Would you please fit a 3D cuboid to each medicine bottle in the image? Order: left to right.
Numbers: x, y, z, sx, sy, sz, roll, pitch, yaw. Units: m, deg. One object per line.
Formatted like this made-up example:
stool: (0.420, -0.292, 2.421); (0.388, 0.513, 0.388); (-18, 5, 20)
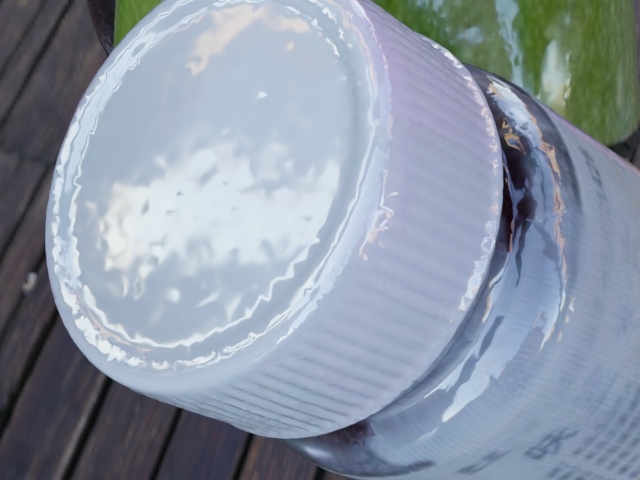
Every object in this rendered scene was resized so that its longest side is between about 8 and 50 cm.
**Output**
medicine bottle: (0.043, 0.015, 0.599); (0.165, 0.273, 0.165); (-14, 66, 34)

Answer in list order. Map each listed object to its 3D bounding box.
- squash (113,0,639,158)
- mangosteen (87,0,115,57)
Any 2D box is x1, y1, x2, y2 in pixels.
squash: (0.030, -0.208, 0.842); (0.310, 0.308, 0.310); (0, 18, 0)
mangosteen: (-0.025, -0.243, 1.501); (0.382, 0.382, 0.435); (-24, 53, -23)
